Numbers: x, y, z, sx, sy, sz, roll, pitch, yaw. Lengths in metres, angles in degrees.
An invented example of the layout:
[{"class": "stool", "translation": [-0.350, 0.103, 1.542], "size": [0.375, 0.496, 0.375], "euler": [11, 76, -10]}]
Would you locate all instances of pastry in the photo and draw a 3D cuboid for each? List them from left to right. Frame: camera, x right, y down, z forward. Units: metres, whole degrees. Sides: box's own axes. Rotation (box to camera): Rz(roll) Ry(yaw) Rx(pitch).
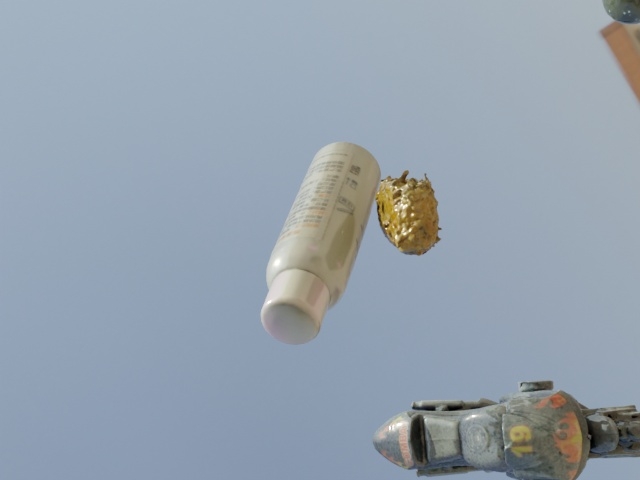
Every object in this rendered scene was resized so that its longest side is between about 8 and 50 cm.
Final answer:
[{"class": "pastry", "translation": [0.083, -0.024, 0.951], "size": [0.140, 0.056, 0.080], "euler": [22, -119, -87]}]

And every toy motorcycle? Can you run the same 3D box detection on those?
[{"class": "toy motorcycle", "translation": [0.205, 0.201, 1.043], "size": [0.173, 0.307, 0.108], "euler": [4, -102, -40]}]

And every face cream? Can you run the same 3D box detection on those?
[{"class": "face cream", "translation": [0.000, 0.000, 0.999], "size": [0.082, 0.082, 0.269], "euler": [45, -145, -19]}]

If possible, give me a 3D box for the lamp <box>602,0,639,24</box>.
[{"class": "lamp", "translation": [0.231, -0.175, 0.561], "size": [0.091, 0.163, 0.091], "euler": [57, -173, -10]}]
